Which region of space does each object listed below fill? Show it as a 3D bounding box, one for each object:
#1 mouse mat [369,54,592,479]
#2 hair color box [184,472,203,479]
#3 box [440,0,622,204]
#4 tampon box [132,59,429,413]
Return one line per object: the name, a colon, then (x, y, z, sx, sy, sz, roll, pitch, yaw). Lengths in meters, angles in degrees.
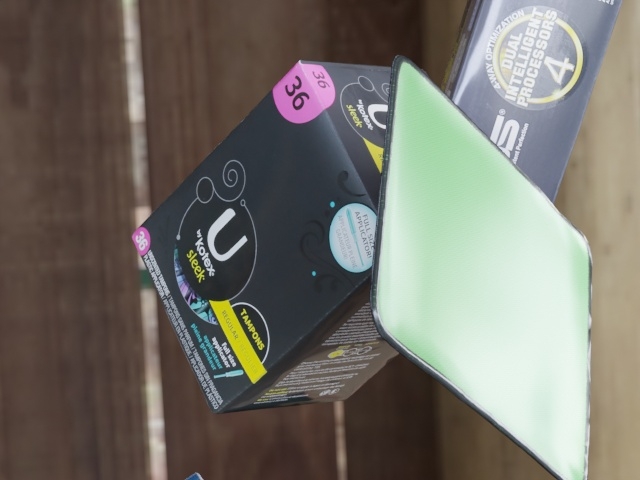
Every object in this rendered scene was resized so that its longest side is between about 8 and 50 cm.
mouse mat: (0.081, 0.018, 0.909, 0.007, 0.152, 0.190, -16, -40, 31)
hair color box: (-0.055, 0.388, 1.767, 0.105, 0.174, 0.347, -34, 40, -7)
box: (0.160, -0.193, 1.311, 0.097, 0.395, 0.318, 17, 8, -1)
tampon box: (0.000, 0.000, 1.021, 0.101, 0.120, 0.161, -2, -33, -46)
